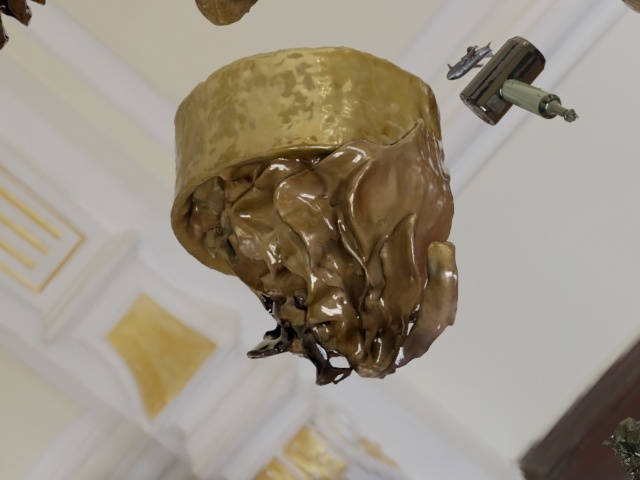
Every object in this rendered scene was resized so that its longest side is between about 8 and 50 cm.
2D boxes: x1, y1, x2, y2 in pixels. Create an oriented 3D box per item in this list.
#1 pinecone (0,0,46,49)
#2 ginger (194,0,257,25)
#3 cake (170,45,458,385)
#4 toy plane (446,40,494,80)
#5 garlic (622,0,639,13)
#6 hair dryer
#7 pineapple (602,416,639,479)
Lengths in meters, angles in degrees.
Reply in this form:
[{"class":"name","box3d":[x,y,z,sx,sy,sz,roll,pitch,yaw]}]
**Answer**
[{"class":"pinecone","box3d":[-0.404,-0.270,1.301,0.272,0.224,0.224,-33,15,10]},{"class":"ginger","box3d":[-0.154,-0.456,1.841,0.123,0.270,0.219,18,62,39]},{"class":"cake","box3d":[-0.006,-0.003,1.426,0.332,0.332,0.321,-38,47,46]},{"class":"toy plane","box3d":[0.224,-0.270,1.958,0.083,0.031,0.078,-31,-19,3]},{"class":"garlic","box3d":[0.368,-0.275,1.178,0.228,0.227,0.152,-46,44,20]},{"class":"hair dryer","box3d":[0.238,-0.164,1.452,0.100,0.057,0.197,-48,30,1]},{"class":"pineapple","box3d":[0.359,0.268,1.330,0.108,0.198,0.108,-35,6,4]}]
